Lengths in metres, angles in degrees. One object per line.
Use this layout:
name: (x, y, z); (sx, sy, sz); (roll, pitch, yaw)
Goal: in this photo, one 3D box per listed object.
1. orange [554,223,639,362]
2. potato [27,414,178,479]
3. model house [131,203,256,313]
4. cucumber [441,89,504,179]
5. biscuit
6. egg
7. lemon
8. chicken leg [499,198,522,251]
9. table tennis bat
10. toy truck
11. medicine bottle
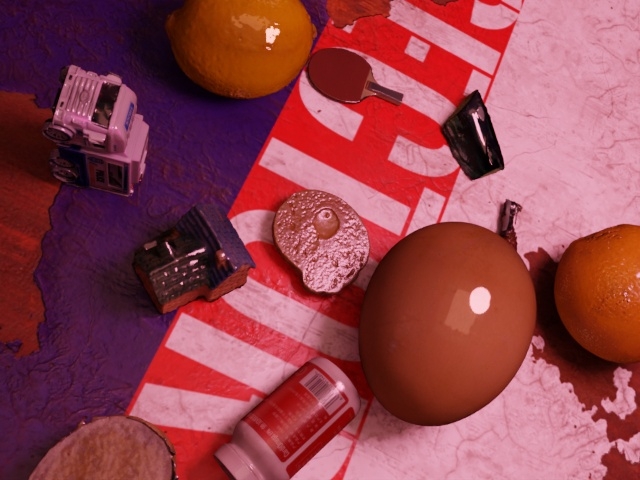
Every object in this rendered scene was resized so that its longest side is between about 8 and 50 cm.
orange: (0.599, 0.104, 1.335); (0.274, 0.274, 0.274); (4, 72, -14)
potato: (-0.354, 0.358, 1.090); (0.243, 0.098, 0.138); (-7, 72, -11)
model house: (-0.227, 0.028, 1.187); (0.183, 0.172, 0.166); (-29, 84, -21)
cucumber: (0.340, -0.235, 1.476); (0.115, 0.086, 0.193); (-18, 85, -22)
biscuit: (0.000, 0.000, 1.322); (0.181, 0.049, 0.208); (-39, 87, -22)
egg: (0.221, 0.145, 1.201); (0.301, 0.301, 0.374); (22, 70, -8)
lemon: (-0.149, -0.390, 1.308); (0.263, 0.236, 0.236); (5, 69, 18)
chicken leg: (0.363, 0.017, 1.418); (0.106, 0.051, 0.253); (40, 65, 5)
table tennis bat: (0.077, -0.346, 1.467); (0.220, 0.019, 0.130); (21, 69, -7)
toy truck: (-0.375, -0.179, 1.159); (0.155, 0.268, 0.124); (14, 71, -13)
medicine bottle: (-0.055, 0.322, 1.164); (0.250, 0.131, 0.131); (-38, 86, -21)
